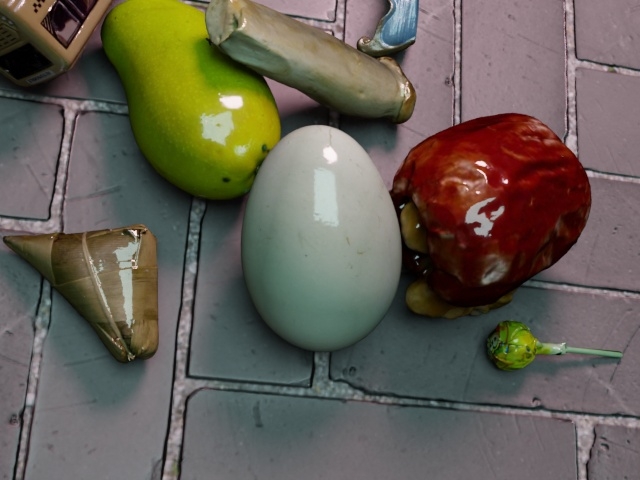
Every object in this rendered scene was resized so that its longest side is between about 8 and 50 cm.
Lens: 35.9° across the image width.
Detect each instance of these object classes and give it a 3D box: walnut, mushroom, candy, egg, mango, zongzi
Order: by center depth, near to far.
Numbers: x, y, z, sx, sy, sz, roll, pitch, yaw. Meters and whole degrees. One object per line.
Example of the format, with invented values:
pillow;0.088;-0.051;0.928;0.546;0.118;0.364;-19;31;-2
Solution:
egg;0.000;0.000;1.120;0.183;0.183;0.264;-10;110;-16
zongzi;-0.271;0.064;1.120;0.176;0.078;0.160;-4;74;-4
mango;-0.157;-0.178;1.190;0.175;0.143;0.293;-28;70;-18
walnut;0.209;-0.024;1.195;0.269;0.222;0.243;-22;110;-26
mushroom;-0.004;-0.213;1.200;0.312;0.081;0.100;14;31;-42
candy;0.298;0.136;1.243;0.194;0.058;0.062;6;112;-20

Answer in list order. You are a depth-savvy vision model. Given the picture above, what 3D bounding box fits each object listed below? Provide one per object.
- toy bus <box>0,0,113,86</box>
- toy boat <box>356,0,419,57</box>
toy bus;-0.311;-0.332;1.176;0.157;0.139;0.289;43;53;-34
toy boat;0.093;-0.325;1.326;0.077;0.075;0.185;3;69;7
